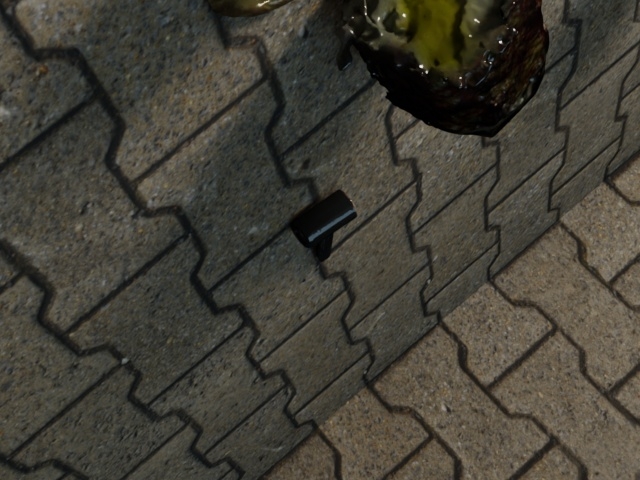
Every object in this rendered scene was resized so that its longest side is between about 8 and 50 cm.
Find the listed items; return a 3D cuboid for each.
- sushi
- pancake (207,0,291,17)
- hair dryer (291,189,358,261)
[{"bbox_3d":[0.202,-0.339,1.836,0.281,0.300,0.294,-67,158,-2],"label":"sushi"},{"bbox_3d":[-0.064,-0.414,1.596,0.250,0.031,0.250,-34,155,-19],"label":"pancake"},{"bbox_3d":[0.000,0.000,2.381,0.128,0.070,0.255,-34,160,-20],"label":"hair dryer"}]
